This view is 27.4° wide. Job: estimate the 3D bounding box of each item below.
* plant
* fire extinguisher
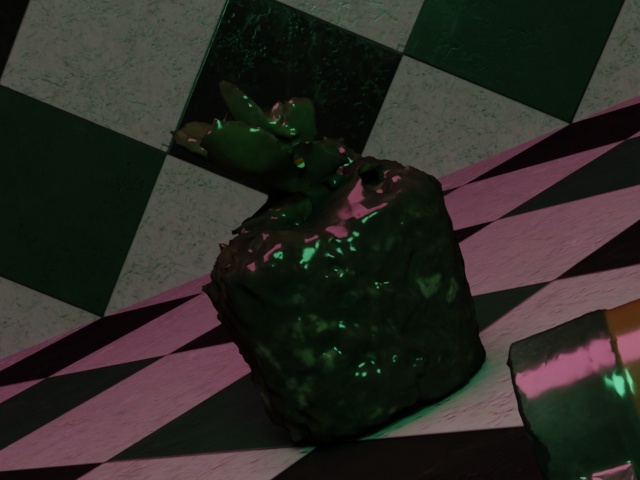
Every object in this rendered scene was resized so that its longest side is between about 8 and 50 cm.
[{"bbox_3d":[0.000,0.000,1.133,0.213,0.312,0.215,-21,3,-12],"label":"plant"},{"bbox_3d":[0.293,0.066,0.652,0.376,0.113,0.200,-23,49,14],"label":"fire extinguisher"}]
